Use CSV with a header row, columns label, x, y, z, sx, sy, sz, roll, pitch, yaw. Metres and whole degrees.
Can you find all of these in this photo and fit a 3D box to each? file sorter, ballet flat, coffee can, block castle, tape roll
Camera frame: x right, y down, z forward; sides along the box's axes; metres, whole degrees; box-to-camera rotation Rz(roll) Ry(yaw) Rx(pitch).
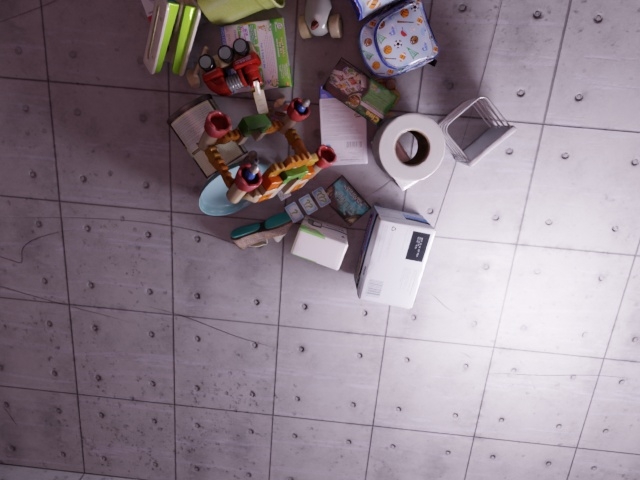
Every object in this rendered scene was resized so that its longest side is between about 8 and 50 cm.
label,x,y,z,sx,sy,sz,roll,pitch,yaw
file sorter,0.554,-0.411,1.664,0.193,0.278,0.173,-40,97,14
ballet flat,-0.228,-0.036,1.925,0.316,0.107,0.106,-15,126,13
coffee can,-0.436,-0.399,1.761,0.201,0.201,0.275,-30,103,12
block castle,-0.174,-0.336,1.612,0.213,0.453,0.303,-36,81,49
tape roll,0.325,-0.351,1.686,0.246,0.169,0.246,0,104,-2

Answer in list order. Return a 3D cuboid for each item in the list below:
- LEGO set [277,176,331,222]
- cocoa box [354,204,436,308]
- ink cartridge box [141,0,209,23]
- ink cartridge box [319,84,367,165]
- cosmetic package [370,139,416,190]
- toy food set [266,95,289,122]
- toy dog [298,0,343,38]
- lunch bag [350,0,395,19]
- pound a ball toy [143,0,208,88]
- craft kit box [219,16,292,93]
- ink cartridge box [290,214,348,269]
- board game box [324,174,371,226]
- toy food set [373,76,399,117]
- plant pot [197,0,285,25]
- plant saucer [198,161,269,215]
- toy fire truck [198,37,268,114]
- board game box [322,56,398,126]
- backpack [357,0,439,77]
label,x,y,z,sx,sy,sz,roll,pitch,yaw
LEGO set,-0.092,-0.221,1.836,0.182,0.060,0.244,-30,86,-6
cocoa box,0.292,0.062,1.839,0.231,0.228,0.347,11,108,-6
ink cartridge box,-0.559,-0.923,1.654,0.197,0.114,0.273,-15,105,8
ink cartridge box,0.091,-0.458,1.785,0.185,0.065,0.311,-2,109,4
cosmetic package,0.304,-0.326,1.812,0.099,0.060,0.239,-34,102,8
toy food set,-0.174,-0.518,1.806,0.122,0.019,0.078,-31,103,4
toy dog,-0.025,-0.871,1.588,0.220,0.161,0.334,-19,110,22
lunch bag,0.199,-1.000,1.513,0.328,0.239,0.385,-22,71,9
pound a ball toy,-0.518,-0.727,1.634,0.136,0.208,0.319,58,137,22
craft kit box,-0.245,-0.708,1.734,0.246,0.061,0.250,-4,107,7
ink cartridge box,0.000,0.000,1.821,0.198,0.273,0.115,19,105,-3
board game box,0.107,-0.165,1.891,0.126,0.026,0.186,-41,100,13
toy food set,0.243,-0.576,1.751,0.132,0.038,0.192,2,107,3
plant pot,-0.304,-0.902,1.590,0.254,0.276,0.276,-20,105,22
plant saucer,-0.340,-0.212,1.784,0.317,0.317,0.044,-38,70,13
toy fire truck,-0.306,-0.588,1.686,0.217,0.158,0.246,-21,94,9
board game box,0.150,-0.562,1.707,0.259,0.030,0.136,33,100,-7
backpack,0.271,-0.716,1.624,0.263,0.213,0.276,-22,106,16
